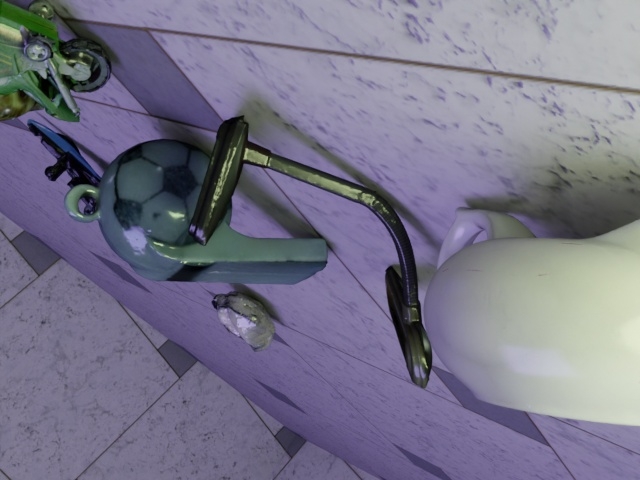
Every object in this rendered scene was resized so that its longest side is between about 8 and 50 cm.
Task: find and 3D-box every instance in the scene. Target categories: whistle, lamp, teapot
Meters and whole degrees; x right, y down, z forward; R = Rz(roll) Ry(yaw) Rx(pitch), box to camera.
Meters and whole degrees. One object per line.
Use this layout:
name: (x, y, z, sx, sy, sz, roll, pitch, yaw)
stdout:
whistle: (-0.141, -0.035, 0.956, 0.290, 0.163, 0.163, 2, 179, -27)
lamp: (0.006, -0.005, 0.819, 0.283, 0.124, 0.203, 34, -175, -9)
teapot: (0.164, 0.041, 0.548, 0.204, 0.139, 0.298, 6, 177, -31)

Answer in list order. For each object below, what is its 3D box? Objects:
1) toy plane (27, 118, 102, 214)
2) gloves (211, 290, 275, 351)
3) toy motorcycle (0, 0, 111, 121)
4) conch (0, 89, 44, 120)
toy plane: (-0.353, -0.085, 1.280, 0.246, 0.078, 0.169, 40, 164, -20)
gloves: (-0.136, 0.135, 1.515, 0.114, 0.070, 0.153, 34, 165, 22)
toy motorcycle: (-0.302, -0.179, 0.820, 0.190, 0.074, 0.106, 20, 129, -34)
conch: (-0.367, -0.194, 0.936, 0.182, 0.124, 0.187, 13, -176, 27)
